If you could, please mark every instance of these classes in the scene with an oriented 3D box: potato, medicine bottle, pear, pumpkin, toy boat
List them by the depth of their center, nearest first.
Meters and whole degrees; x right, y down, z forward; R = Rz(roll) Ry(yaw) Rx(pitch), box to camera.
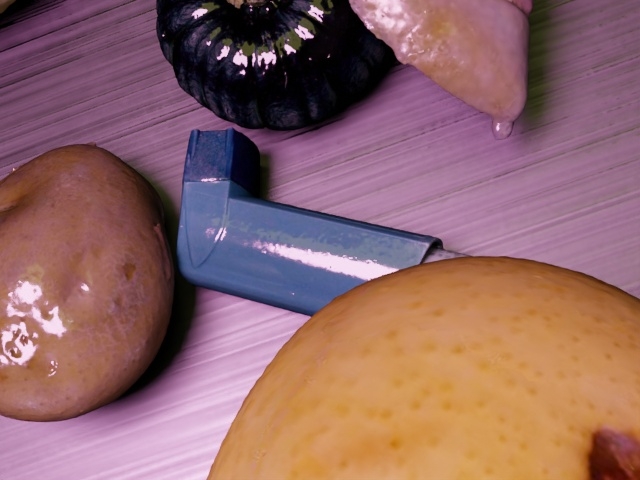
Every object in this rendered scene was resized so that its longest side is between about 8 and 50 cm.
[{"bbox_3d":[0.097,0.184,0.520,0.348,0.348,0.348,-4,70,12],"label":"pear"},{"bbox_3d":[-0.200,0.029,0.743,0.178,0.160,0.235,14,59,-7],"label":"potato"},{"bbox_3d":[0.000,0.000,0.743,0.258,0.079,0.124,16,75,17],"label":"medicine bottle"},{"bbox_3d":[0.088,-0.268,0.747,0.276,0.111,0.293,31,57,-8],"label":"toy boat"},{"bbox_3d":[-0.037,-0.184,0.785,0.194,0.150,0.194,5,55,-7],"label":"pumpkin"}]

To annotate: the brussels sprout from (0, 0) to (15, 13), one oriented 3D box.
[{"bbox_3d":[-0.377,-0.322,0.856,0.328,0.247,0.328,-3,74,12],"label":"brussels sprout"}]
